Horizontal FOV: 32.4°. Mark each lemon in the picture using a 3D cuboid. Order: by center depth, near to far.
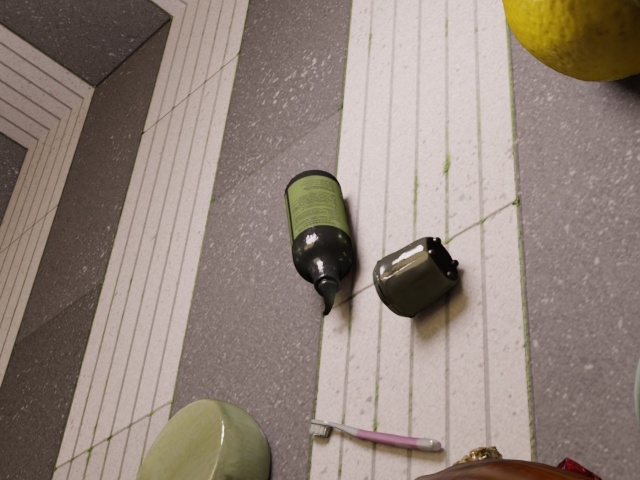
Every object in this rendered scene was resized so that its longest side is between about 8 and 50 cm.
[{"bbox_3d":[0.364,-0.339,1.466,0.245,0.245,0.320,-52,20,7],"label":"lemon"}]

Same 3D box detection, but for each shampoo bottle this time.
[{"bbox_3d":[0.000,0.000,1.808,0.101,0.101,0.284,-42,32,23],"label":"shampoo bottle"}]

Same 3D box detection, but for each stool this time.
[{"bbox_3d":[0.136,0.050,1.563,0.110,0.096,0.096,-35,35,26],"label":"stool"}]

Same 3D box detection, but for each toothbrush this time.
[{"bbox_3d":[0.068,0.271,1.515,0.286,0.020,0.025,-5,65,55],"label":"toothbrush"}]

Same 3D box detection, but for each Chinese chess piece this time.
[{"bbox_3d":[-0.187,0.370,1.708,0.250,0.101,0.250,-37,34,30],"label":"Chinese chess piece"}]

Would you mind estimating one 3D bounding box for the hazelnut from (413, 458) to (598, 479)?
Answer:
[{"bbox_3d":[0.196,0.351,0.922,0.315,0.372,0.372,-28,12,-34],"label":"hazelnut"}]

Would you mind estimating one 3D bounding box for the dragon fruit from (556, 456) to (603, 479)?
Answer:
[{"bbox_3d":[0.263,0.297,1.139,0.147,0.096,0.102,111,-178,-50],"label":"dragon fruit"}]

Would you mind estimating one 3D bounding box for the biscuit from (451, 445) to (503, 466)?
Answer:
[{"bbox_3d":[0.155,0.311,1.287,0.168,0.082,0.070,-45,56,18],"label":"biscuit"}]

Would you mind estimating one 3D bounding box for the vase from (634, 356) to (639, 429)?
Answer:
[{"bbox_3d":[0.426,0.141,0.920,0.291,0.245,0.245,-13,49,59],"label":"vase"}]
